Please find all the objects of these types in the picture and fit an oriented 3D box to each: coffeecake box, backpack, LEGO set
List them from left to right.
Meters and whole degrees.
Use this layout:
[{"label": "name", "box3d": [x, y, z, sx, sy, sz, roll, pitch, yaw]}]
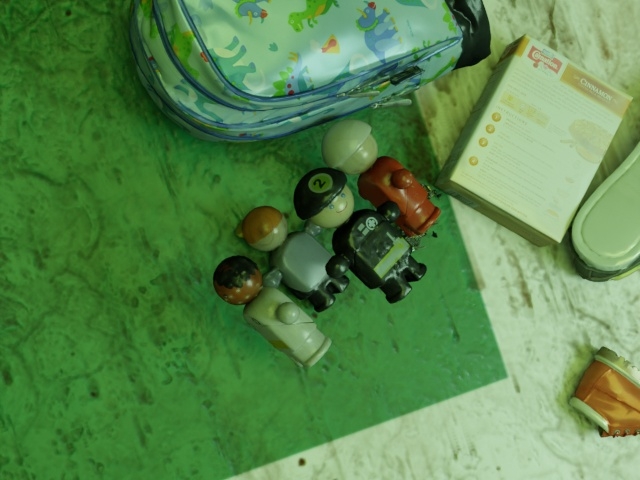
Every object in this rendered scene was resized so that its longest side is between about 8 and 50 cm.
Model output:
[{"label": "backpack", "box3d": [-0.025, -0.245, 1.523, 0.356, 0.273, 0.290, -22, 98, 0]}, {"label": "LEGO set", "box3d": [0.106, -0.021, 1.635, 0.054, 0.023, 0.083, 44, 66, -8]}, {"label": "coffeecake box", "box3d": [0.234, -0.109, 1.641, 0.142, 0.068, 0.185, 30, 81, -8]}]

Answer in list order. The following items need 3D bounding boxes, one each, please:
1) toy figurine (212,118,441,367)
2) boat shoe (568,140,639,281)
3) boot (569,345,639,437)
[{"label": "toy figurine", "box3d": [0.000, 0.000, 1.498, 0.209, 0.213, 0.148, -38, 104, 27]}, {"label": "boat shoe", "box3d": [0.391, -0.071, 1.661, 0.305, 0.091, 0.109, -42, 72, -12]}, {"label": "boot", "box3d": [0.351, 0.197, 1.653, 0.158, 0.059, 0.084, 37, 83, 1]}]
